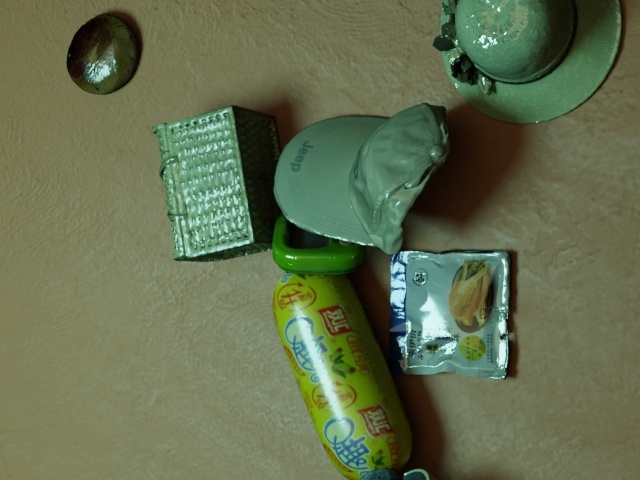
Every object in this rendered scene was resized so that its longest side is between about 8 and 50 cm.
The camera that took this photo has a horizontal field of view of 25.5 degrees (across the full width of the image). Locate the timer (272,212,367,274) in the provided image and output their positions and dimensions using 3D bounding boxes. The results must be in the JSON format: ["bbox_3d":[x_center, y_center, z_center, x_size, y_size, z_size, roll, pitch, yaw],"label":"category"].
[{"bbox_3d":[0.000,0.000,1.915,0.128,0.140,0.047,0,121,3],"label":"timer"}]

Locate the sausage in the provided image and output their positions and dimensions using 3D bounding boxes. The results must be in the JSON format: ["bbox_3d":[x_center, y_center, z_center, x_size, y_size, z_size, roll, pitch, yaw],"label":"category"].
[{"bbox_3d":[0.029,0.181,1.906,0.123,0.123,0.347,-27,77,22],"label":"sausage"}]

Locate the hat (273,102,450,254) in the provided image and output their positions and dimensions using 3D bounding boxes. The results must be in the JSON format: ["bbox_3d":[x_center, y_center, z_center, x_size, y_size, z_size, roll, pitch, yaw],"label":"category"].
[{"bbox_3d":[0.052,-0.107,1.853,0.244,0.149,0.214,13,63,13],"label":"hat"}]

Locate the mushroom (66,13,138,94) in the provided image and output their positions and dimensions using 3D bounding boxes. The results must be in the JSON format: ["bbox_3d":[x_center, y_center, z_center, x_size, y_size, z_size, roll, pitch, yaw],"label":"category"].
[{"bbox_3d":[-0.331,-0.281,2.126,0.123,0.052,0.123,0,90,21],"label":"mushroom"}]

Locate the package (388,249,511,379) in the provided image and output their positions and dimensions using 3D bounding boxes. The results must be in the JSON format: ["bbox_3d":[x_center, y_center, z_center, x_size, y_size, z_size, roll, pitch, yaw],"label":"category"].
[{"bbox_3d":[0.172,0.098,1.893,0.173,0.027,0.171,0,89,22],"label":"package"}]

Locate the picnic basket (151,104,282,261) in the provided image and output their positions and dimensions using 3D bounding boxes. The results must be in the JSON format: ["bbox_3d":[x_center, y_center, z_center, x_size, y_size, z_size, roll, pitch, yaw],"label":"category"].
[{"bbox_3d":[-0.144,-0.075,1.989,0.154,0.134,0.196,-13,84,26],"label":"picnic basket"}]

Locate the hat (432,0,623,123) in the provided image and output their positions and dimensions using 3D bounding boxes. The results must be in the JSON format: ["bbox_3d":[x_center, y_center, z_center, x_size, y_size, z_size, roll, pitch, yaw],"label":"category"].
[{"bbox_3d":[0.247,-0.284,1.810,0.257,0.130,0.257,-1,88,26],"label":"hat"}]

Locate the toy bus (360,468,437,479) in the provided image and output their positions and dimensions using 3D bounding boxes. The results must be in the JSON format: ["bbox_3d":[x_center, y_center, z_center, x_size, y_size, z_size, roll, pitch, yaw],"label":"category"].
[{"bbox_3d":[0.036,0.458,1.853,0.365,0.202,0.177,-31,33,22],"label":"toy bus"}]
